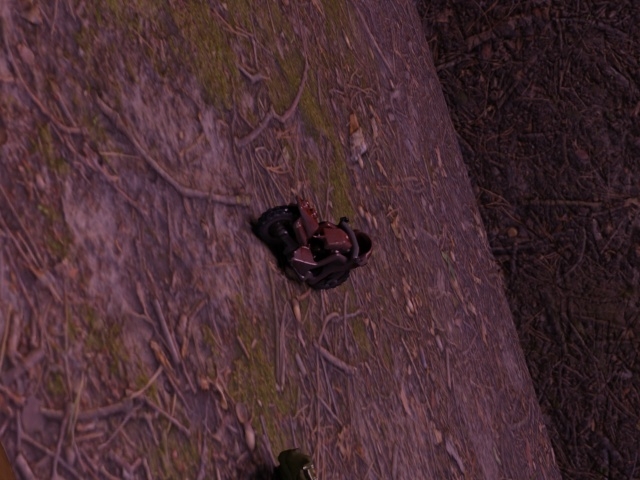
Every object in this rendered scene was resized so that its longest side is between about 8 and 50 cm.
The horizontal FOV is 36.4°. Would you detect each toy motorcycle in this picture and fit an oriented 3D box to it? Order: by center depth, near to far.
[{"bbox_3d":[0.000,0.000,1.405,0.212,0.118,0.084,45,23,-49],"label":"toy motorcycle"}]

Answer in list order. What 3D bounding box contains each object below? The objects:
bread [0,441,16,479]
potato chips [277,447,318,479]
[{"bbox_3d":[-0.255,0.214,0.392,0.348,0.252,0.376,36,40,-61],"label":"bread"},{"bbox_3d":[0.016,0.447,1.097,0.373,0.097,0.389,65,17,-44],"label":"potato chips"}]
